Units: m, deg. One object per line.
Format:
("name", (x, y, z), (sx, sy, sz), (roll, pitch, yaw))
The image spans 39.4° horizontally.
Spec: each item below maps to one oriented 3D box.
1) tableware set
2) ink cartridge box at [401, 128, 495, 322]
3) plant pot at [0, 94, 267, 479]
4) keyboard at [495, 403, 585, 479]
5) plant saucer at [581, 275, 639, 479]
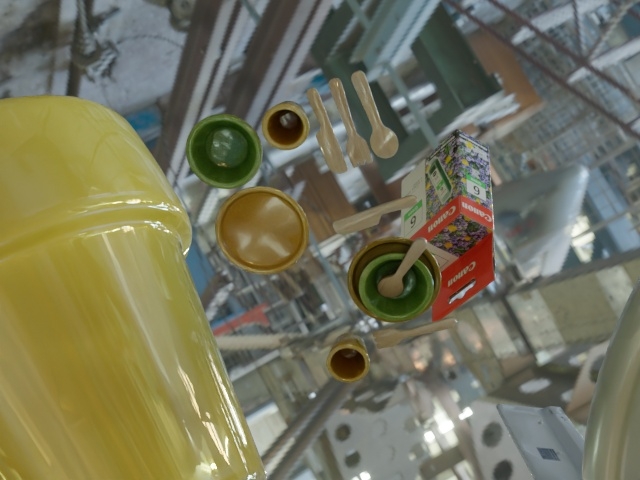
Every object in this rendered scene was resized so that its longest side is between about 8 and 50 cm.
("tableware set", (0.000, 0.000, 0.444), (0.104, 0.154, 0.024), (-18, -160, 11))
("ink cartridge box", (0.079, -0.010, 0.570), (0.063, 0.029, 0.115), (-44, -152, 41))
("plant pot", (-0.163, 0.086, 0.527), (0.254, 0.239, 0.254), (-31, 165, -9))
("keyboard", (0.227, 0.207, 0.854), (0.072, 0.014, 0.256), (1, -170, 0))
("plant saucer", (0.359, 0.100, 0.621), (0.400, 0.400, 0.100), (-27, -149, -20))
